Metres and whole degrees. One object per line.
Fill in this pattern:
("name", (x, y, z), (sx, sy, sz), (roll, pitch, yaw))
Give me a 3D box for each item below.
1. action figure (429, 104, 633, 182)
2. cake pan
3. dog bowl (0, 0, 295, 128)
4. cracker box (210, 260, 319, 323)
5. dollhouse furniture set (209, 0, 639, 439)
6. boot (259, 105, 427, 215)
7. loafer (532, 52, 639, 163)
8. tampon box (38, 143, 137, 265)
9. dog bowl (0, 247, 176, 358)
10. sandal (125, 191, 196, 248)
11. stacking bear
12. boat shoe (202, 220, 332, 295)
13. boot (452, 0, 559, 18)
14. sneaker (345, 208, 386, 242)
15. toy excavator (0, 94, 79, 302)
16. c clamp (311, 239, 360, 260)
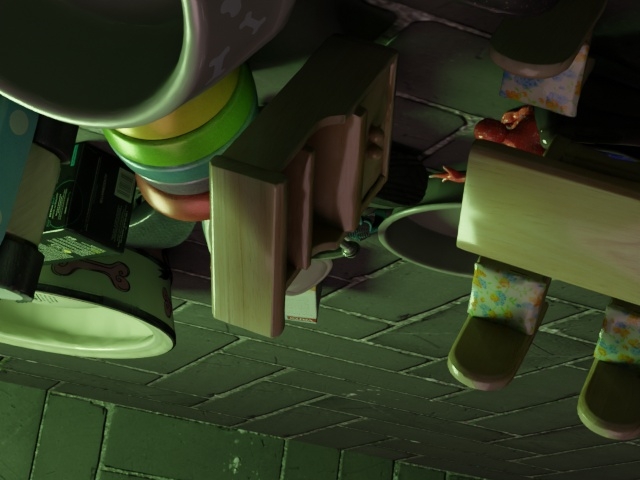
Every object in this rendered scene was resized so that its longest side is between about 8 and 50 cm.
("action figure", (0.231, -0.084, 1.362), (0.139, 0.091, 0.280), (10, 175, 45))
("cake pan", (0.220, -0.015, 1.642), (0.293, 0.054, 0.293), (7, 162, 2))
("dog bowl", (-0.187, -0.223, 0.887), (0.349, 0.102, 0.349), (22, 143, 18))
("cracker box", (-0.078, 0.057, 1.965), (0.156, 0.067, 0.232), (8, 161, 3))
("dollhouse furniture set", (0.135, -0.013, 1.129), (0.394, 0.256, 0.362), (18, 132, 18))
("boot", (-0.011, -0.077, 1.521), (0.246, 0.083, 0.161), (18, 165, -24))
("loafer", (0.332, -0.096, 1.284), (0.302, 0.095, 0.109), (16, 161, -24))
("tampon box", (-0.334, -0.044, 1.676), (0.161, 0.120, 0.101), (-7, 156, 38))
("dog bowl", (-0.411, 0.058, 1.975), (0.408, 0.150, 0.408), (7, 163, 2))
("sandal", (-0.205, -0.048, 1.744), (0.097, 0.054, 0.254), (10, 153, -30))
("stacking bear", (-0.139, -0.156, 1.202), (0.175, 0.164, 0.289), (48, 169, 31))
("boat shoe", (-0.083, -0.016, 1.675), (0.116, 0.099, 0.319), (-37, 154, 7))
("boot", (0.046, -0.276, 0.883), (0.338, 0.118, 0.222), (5, 154, -6))
("sneaker", (0.031, -0.033, 1.661), (0.076, 0.065, 0.166), (-16, 168, 26))
("toy excavator", (-0.433, -0.101, 1.314), (0.433, 0.222, 0.445), (2, 163, 36))
("c clamp", (0.000, 0.000, 1.594), (0.137, 0.022, 0.161), (-8, 162, 16))
